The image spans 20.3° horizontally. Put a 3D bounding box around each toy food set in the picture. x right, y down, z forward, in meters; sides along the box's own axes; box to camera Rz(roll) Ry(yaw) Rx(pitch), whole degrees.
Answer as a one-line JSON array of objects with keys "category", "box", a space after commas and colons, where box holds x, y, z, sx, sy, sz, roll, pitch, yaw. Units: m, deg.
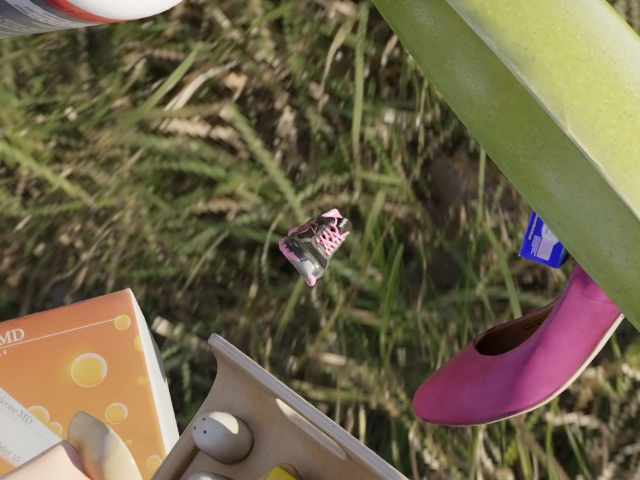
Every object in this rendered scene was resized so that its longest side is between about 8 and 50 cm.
[{"category": "toy food set", "box": [-0.090, 0.244, 1.264, 0.220, 0.092, 0.306, 33, 87, 35]}]

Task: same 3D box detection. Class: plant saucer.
[{"category": "plant saucer", "box": [0.088, -0.024, 0.552, 0.037, 0.241, 0.241, -40, 97, 2]}]

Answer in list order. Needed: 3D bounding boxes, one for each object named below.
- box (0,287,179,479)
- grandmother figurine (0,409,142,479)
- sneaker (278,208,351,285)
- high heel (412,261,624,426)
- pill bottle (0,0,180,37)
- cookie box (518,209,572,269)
[{"category": "box", "box": [-0.228, 0.251, 1.647, 0.215, 0.168, 0.345, -15, 64, -2]}, {"category": "grandmother figurine", "box": [-0.259, 0.233, 1.072, 0.342, 0.104, 0.208, -33, 117, -23]}, {"category": "sneaker", "box": [0.000, 0.000, 1.536, 0.057, 0.119, 0.047, -34, 101, 11]}, {"category": "high heel", "box": [0.206, 0.031, 1.581, 0.377, 0.127, 0.181, -29, 100, 26]}, {"category": "pill bottle", "box": [-0.257, -0.244, 1.267, 0.363, 0.210, 0.210, -2, 105, 40]}, {"category": "cookie box", "box": [0.220, -0.033, 1.569, 0.040, 0.107, 0.092, 22, 112, 18]}]
